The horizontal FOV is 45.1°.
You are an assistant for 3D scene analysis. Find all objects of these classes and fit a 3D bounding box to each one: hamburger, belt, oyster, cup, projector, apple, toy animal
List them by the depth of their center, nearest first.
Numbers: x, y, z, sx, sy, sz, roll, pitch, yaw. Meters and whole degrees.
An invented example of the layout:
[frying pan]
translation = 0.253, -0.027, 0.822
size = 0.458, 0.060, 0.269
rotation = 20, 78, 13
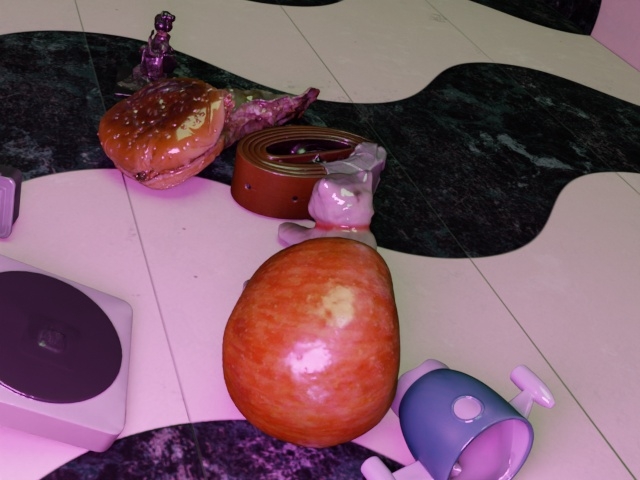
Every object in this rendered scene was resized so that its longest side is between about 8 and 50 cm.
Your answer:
[projector]
translation = -0.395, 0.149, 1.063
size = 0.259, 0.079, 0.257
rotation = 26, 30, -27
[apple]
translation = -0.015, 0.140, 1.111
size = 0.250, 0.277, 0.309
rotation = -3, 21, 1
[cup]
translation = 0.191, 0.264, 1.116
size = 0.299, 0.167, 0.173
rotation = -26, 42, -16
[toy animal]
translation = 0.000, 0.000, 1.395
size = 0.308, 0.188, 0.266
rotation = -6, 49, -34
[hamburger]
translation = -0.303, -0.222, 1.562
size = 0.286, 0.146, 0.243
rotation = -11, 48, 1
[belt]
translation = -0.022, -0.150, 1.633
size = 0.338, 0.122, 0.217
rotation = -7, 40, -29
[oyster]
translation = -0.178, -0.299, 1.816
size = 0.204, 0.111, 0.396
rotation = 18, 32, 33

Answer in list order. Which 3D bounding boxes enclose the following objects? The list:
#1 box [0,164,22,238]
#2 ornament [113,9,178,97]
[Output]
[box]
translation = -0.559, -0.072, 1.323
size = 0.084, 0.122, 0.069
rotation = 13, 23, -7
[ornament]
translation = -0.404, -0.458, 1.844
size = 0.153, 0.196, 0.166
rotation = 6, 35, -16
